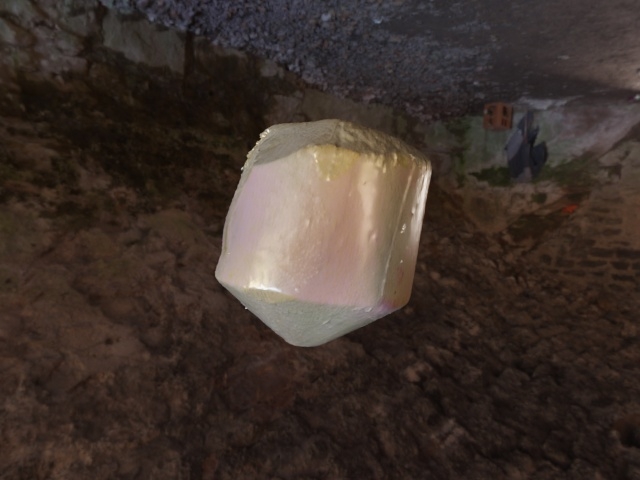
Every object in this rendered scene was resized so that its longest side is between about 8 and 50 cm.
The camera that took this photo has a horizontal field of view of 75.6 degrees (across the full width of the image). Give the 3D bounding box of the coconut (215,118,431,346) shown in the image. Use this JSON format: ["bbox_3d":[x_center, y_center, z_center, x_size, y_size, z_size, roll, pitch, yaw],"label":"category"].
[{"bbox_3d":[0.000,0.000,0.613,0.297,0.310,0.297,14,180,0],"label":"coconut"}]
